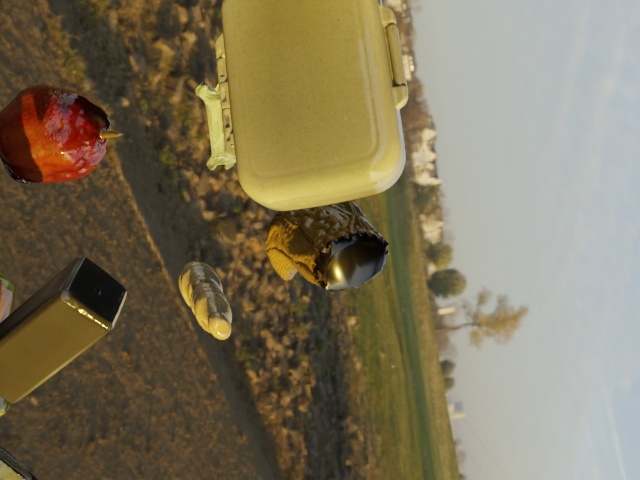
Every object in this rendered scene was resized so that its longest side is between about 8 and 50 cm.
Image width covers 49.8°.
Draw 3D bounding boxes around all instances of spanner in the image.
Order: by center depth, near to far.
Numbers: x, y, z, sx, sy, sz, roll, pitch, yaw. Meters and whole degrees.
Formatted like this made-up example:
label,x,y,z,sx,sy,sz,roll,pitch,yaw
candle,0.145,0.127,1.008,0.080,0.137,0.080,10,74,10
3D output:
label,x,y,z,sx,sy,sz,roll,pitch,yaw
spanner,-0.222,-0.238,1.484,0.302,0.071,0.017,98,-19,-61

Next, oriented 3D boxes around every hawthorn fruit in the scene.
label,x,y,z,sx,sy,sz,roll,pitch,yaw
hawthorn fruit,-0.486,-0.194,1.295,0.189,0.251,0.189,5,90,-65

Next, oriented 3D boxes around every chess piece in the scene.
label,x,y,z,sx,sy,sz,roll,pitch,yaw
chess piece,-0.291,0.165,1.798,0.307,0.124,0.138,-140,-121,-65

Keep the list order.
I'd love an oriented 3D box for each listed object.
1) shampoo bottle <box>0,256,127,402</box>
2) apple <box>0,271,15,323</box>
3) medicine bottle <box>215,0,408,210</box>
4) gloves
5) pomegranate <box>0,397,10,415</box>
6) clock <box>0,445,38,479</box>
label,x,y,z,sx,sy,sz,roll,pitch,yaw
shampoo bottle,-0.350,0.122,0.857,0.079,0.246,0.080,44,27,-23
apple,-0.930,0.161,1.678,0.339,0.340,0.339,-10,90,-83
medicine bottle,-0.014,-0.239,1.040,0.123,0.282,0.375,38,44,-70
gloves,-0.001,-0.013,1.255,0.356,0.203,0.155,-160,-126,-68
pomegranate,-0.627,0.211,0.946,0.309,0.359,0.216,-73,160,-55
clock,-0.725,0.509,1.562,0.042,0.215,0.215,-49,147,-22
